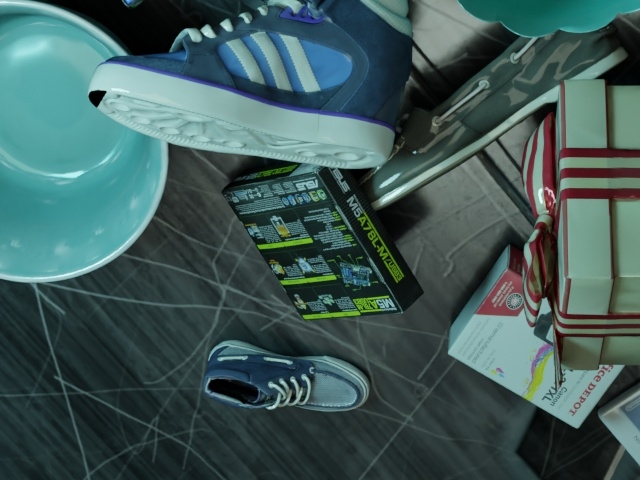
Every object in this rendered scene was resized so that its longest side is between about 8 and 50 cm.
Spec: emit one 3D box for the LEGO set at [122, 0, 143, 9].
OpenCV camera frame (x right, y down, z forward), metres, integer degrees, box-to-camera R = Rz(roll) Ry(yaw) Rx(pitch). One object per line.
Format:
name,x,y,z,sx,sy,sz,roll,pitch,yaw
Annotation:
LEGO set,-0.149,-0.350,1.817,0.182,0.060,0.244,-4,90,7

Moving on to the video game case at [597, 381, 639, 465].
video game case,0.450,0.209,2.120,0.201,0.023,0.183,-36,105,19

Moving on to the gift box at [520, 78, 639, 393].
gift box,0.333,0.006,1.899,0.258,0.255,0.276,1,148,3

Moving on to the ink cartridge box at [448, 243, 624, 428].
ink cartridge box,0.249,0.107,2.073,0.175,0.072,0.127,30,112,-6

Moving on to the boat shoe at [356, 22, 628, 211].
boat shoe,0.162,-0.145,1.968,0.335,0.112,0.095,-32,88,12

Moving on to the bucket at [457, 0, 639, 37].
bucket,0.232,-0.351,1.823,0.281,0.183,0.281,2,113,5

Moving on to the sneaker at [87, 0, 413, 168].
sneaker,-0.062,-0.213,1.871,0.322,0.130,0.236,10,76,-15

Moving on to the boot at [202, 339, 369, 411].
boot,-0.040,0.170,2.125,0.190,0.086,0.069,10,113,2

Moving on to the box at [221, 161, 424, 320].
box,0.000,0.000,2.014,0.190,0.045,0.184,-9,120,55

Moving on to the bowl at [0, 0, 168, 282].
bowl,-0.302,-0.129,1.989,0.311,0.163,0.312,2,113,5

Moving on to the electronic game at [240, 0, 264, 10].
electronic game,-0.015,-0.332,1.932,0.229,0.048,0.229,2,121,3
